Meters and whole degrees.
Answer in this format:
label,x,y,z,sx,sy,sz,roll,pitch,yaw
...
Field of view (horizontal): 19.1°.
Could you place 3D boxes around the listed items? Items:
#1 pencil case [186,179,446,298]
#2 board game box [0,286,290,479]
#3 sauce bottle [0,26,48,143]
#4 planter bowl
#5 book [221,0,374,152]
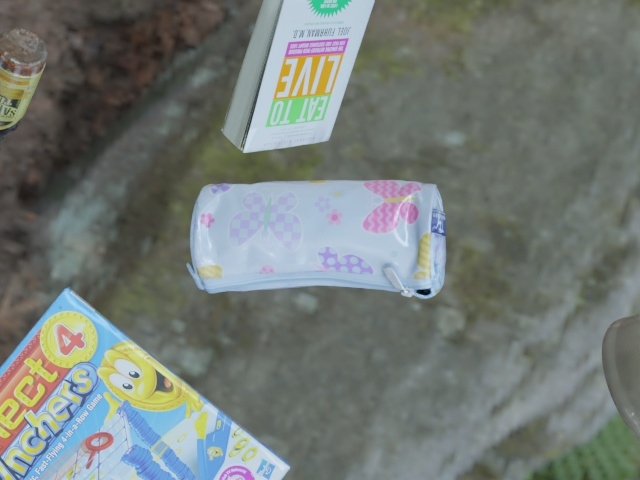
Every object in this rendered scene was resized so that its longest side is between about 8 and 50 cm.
label,x,y,z,sx,sy,sz,roll,pitch,yaw
pencil case,0.000,0.000,1.998,0.113,0.273,0.124,55,38,-73
board game box,-0.244,0.259,1.989,0.308,0.302,0.086,-52,-175,-6
sauce bottle,-0.238,-0.105,1.431,0.042,0.042,0.128,-44,170,-41
planter bowl,0.395,0.139,2.050,0.162,0.109,0.162,30,45,-35
book,-0.015,-0.144,1.538,0.096,0.035,0.144,-8,128,-37
